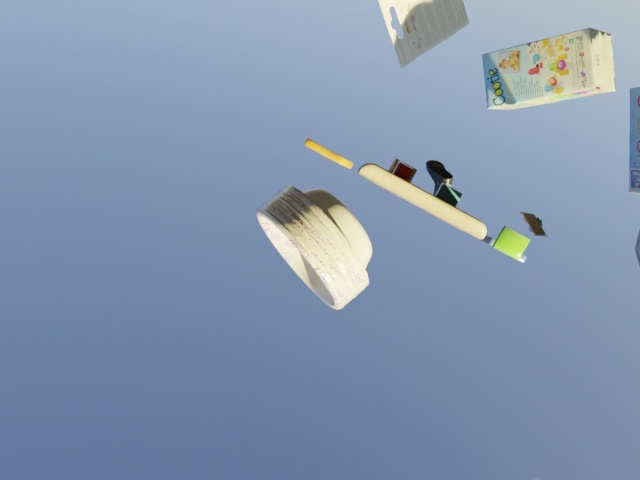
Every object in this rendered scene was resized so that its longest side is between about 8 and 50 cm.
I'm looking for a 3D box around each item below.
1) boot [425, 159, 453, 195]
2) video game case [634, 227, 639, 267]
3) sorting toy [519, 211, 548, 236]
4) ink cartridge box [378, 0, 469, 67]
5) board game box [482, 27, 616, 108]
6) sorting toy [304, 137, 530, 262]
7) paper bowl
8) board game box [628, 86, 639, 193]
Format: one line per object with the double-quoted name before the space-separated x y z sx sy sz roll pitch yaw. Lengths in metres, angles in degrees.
"boot" 0.309 -0.143 1.804 0.045 0.099 0.121 -13 -143 -16
"video game case" 0.657 -0.026 1.322 0.026 0.274 0.196 1 -140 11
"sorting toy" 0.433 -0.030 1.383 0.083 0.012 0.062 3 -128 -50
"ink cartridge box" 0.209 -0.509 1.492 0.232 0.189 0.066 -36 -151 -21
"board game box" 0.564 -0.418 1.711 0.275 0.144 0.142 -2 -175 42
"sorting toy" 0.140 -0.070 0.949 0.348 0.047 0.196 28 -173 1
"paper bowl" 0.000 0.000 1.498 0.148 0.284 0.284 -41 -116 -11
"board game box" 0.976 -0.264 1.847 0.086 0.301 0.308 -10 -165 -20
